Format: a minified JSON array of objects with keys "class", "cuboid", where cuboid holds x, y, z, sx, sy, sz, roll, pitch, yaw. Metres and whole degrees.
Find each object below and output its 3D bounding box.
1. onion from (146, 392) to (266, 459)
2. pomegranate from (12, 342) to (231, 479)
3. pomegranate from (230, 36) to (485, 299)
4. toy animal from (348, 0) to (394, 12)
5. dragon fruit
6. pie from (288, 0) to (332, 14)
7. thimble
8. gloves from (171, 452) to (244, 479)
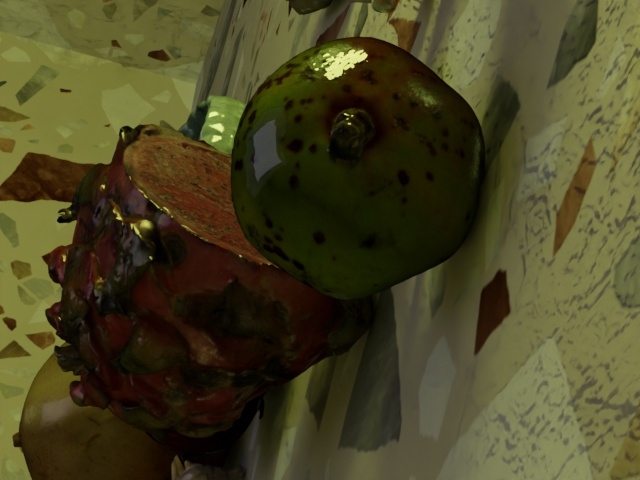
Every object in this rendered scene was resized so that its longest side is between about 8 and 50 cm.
[{"class":"onion","cuboid":[-0.148,0.100,1.641,0.314,0.232,0.314,8,-90,-84]},{"class":"pomegranate","cuboid":[-0.274,0.256,1.899,0.319,0.319,0.319,-166,90,-80]},{"class":"pomegranate","cuboid":[0.044,-0.045,1.068,0.198,0.246,0.198,-20,56,32]},{"class":"toy animal","cuboid":[0.086,-0.287,1.392,0.071,0.085,0.124,27,109,62]},{"class":"dragon fruit","cuboid":[-0.127,0.068,1.371,0.263,0.296,0.314,-63,23,18]},{"class":"pie","cuboid":[0.009,-0.391,1.939,0.282,0.068,0.129,167,115,-78]},{"class":"thimble","cuboid":[-0.121,-0.079,1.853,0.205,0.172,0.250,-65,11,0]},{"class":"gloves","cuboid":[-0.151,0.340,1.723,0.144,0.110,0.094,-85,-28,-44]}]
